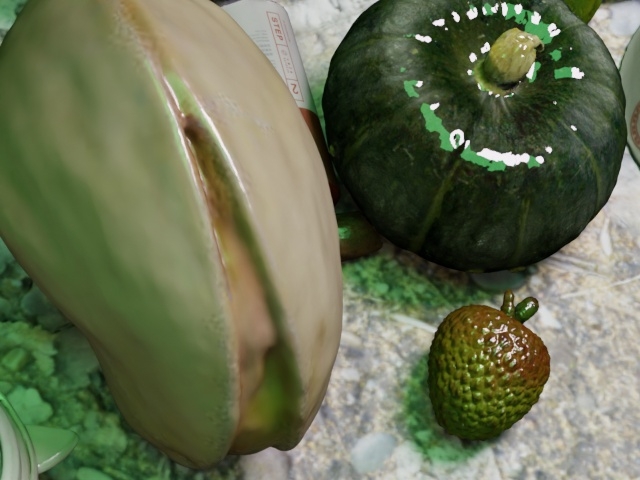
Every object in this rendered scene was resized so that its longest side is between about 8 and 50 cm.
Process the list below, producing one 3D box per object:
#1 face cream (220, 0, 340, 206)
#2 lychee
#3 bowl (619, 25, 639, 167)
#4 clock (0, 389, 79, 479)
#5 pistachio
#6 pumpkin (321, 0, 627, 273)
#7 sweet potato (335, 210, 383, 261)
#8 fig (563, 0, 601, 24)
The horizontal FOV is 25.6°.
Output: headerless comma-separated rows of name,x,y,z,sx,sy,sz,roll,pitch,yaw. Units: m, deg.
face cream,-0.052,-0.125,1.396,0.095,0.096,0.214,-12,65,-9
lychee,0.153,0.112,1.283,0.114,0.114,0.146,24,83,8
bowl,0.482,-0.168,1.418,0.337,0.157,0.337,1,64,-3
clock,-0.369,0.221,1.173,0.324,0.109,0.265,3,48,-1
pistachio,-0.137,-0.019,1.203,0.281,0.365,0.446,-21,93,-21
pumpkin,0.152,-0.118,1.343,0.300,0.207,0.300,5,65,-11
sweet potato,0.000,0.000,1.362,0.117,0.049,0.049,-10,64,-12
fig,0.239,-0.259,1.474,0.123,0.123,0.156,7,80,0
